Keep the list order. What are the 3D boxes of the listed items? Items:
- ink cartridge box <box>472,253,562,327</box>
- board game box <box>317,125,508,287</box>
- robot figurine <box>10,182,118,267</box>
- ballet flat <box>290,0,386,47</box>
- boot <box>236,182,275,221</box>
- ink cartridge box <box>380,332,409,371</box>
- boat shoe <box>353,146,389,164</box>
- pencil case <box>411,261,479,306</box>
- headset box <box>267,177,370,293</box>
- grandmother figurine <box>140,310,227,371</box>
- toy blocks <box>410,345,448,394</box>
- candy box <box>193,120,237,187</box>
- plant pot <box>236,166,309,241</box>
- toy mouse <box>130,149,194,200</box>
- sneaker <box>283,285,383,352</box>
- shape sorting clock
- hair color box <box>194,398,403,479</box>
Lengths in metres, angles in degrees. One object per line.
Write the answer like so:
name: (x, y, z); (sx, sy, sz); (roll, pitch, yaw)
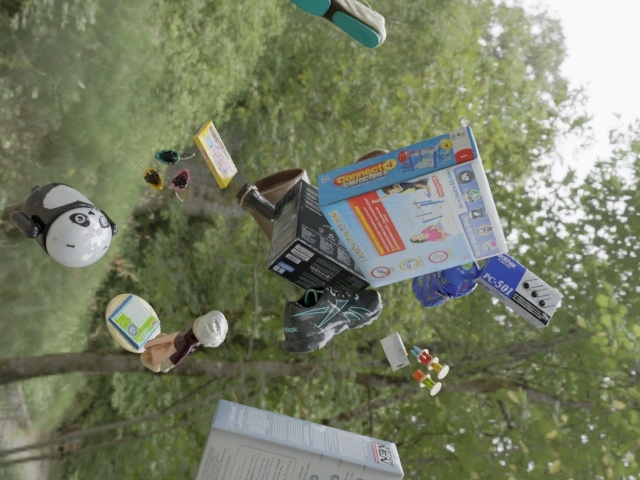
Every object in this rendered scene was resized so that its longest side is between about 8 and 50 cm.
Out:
ink cartridge box: (0.491, 0.119, 1.555); (0.097, 0.207, 0.046); (-54, -178, -20)
board game box: (0.191, -0.051, 1.248); (0.308, 0.302, 0.086); (56, 24, -47)
robot figurine: (-0.667, -0.048, 1.635); (0.278, 0.209, 0.173); (36, -26, 34)
ballet flat: (0.027, -0.472, 1.233); (0.086, 0.248, 0.086); (-48, -155, 31)
boot: (-0.183, -0.103, 1.914); (0.077, 0.137, 0.198); (-52, 179, 4)
ink cartridge box: (0.243, 0.362, 2.012); (0.029, 0.063, 0.115); (46, 19, -57)
boat shoe: (0.113, -0.167, 1.839); (0.257, 0.095, 0.095); (-44, -164, 41)
pencil case: (0.353, 0.121, 1.796); (0.133, 0.119, 0.306); (-62, 180, -13)
headset box: (0.000, 0.000, 1.674); (0.131, 0.246, 0.283); (-43, -152, 31)
grandmother figurine: (-0.371, 0.274, 1.709); (0.342, 0.104, 0.207); (-30, -152, 41)
toy blocks: (0.363, 0.448, 2.181); (0.148, 0.054, 0.123); (37, -66, 41)
candy box: (-0.353, -0.289, 2.110); (0.206, 0.027, 0.105); (65, 35, -33)
plant pot: (-0.135, -0.106, 2.208); (0.229, 0.263, 0.263); (68, -12, -18)
toy mouse: (-0.386, -0.182, 1.629); (0.161, 0.143, 0.031); (49, -13, 0)
sneaker: (0.030, 0.137, 1.271); (0.101, 0.267, 0.106); (-5, -78, 45)
shape sorting clock: (-0.609, 0.269, 2.030); (0.040, 0.206, 0.206); (-37, -135, 29)
hair color box: (-0.049, 0.461, 1.225); (0.113, 0.375, 0.185); (-97, -157, -77)
